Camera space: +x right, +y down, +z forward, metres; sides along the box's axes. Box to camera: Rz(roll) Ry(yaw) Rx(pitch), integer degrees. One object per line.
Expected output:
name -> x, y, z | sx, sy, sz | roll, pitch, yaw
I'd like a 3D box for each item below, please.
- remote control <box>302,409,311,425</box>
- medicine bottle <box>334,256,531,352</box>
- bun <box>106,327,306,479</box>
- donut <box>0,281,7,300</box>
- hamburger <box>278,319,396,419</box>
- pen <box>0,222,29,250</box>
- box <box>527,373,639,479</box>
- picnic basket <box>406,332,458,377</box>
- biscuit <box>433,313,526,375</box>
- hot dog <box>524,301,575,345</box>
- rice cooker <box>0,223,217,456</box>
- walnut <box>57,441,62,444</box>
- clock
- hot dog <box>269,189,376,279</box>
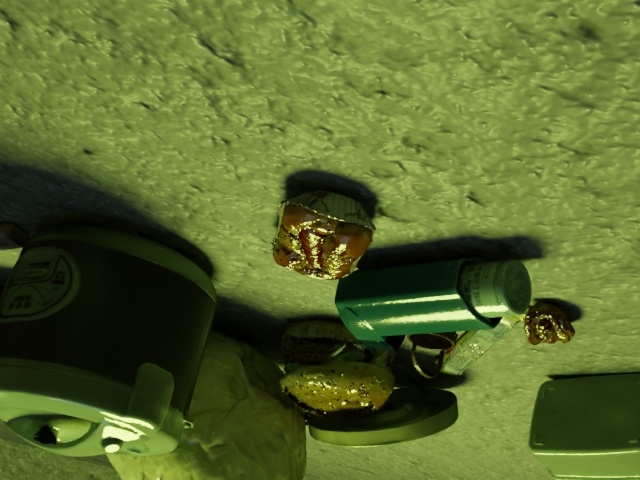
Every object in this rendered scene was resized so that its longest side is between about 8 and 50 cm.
remote control -> 0.010, 0.332, 1.967 | 0.059, 0.028, 0.212 | 30, 152, -34
medicine bottle -> 0.127, 0.071, 1.218 | 0.258, 0.079, 0.124 | -10, 144, 42
bun -> -0.149, 0.285, 1.572 | 0.227, 0.352, 0.349 | -39, 120, 23
donut -> -0.435, 0.137, 1.667 | 0.235, 0.089, 0.235 | 10, 158, 4
hamburger -> 0.022, 0.190, 1.515 | 0.177, 0.113, 0.185 | 14, 158, 0
pen -> -0.487, -0.002, 1.442 | 0.197, 0.032, 0.053 | -4, 153, 31
box -> 0.404, 0.269, 1.458 | 0.210, 0.148, 0.129 | -12, 139, 41
picnic basket -> 0.143, 0.135, 1.356 | 0.072, 0.083, 0.072 | 12, 157, 5
biscuit -> 0.207, 0.138, 1.404 | 0.048, 0.026, 0.292 | 18, 157, -3
hot dog -> 0.278, 0.105, 1.272 | 0.058, 0.035, 0.083 | -10, 150, 18
rice cooker -> -0.292, 0.142, 1.358 | 0.288, 0.277, 0.288 | 13, 158, 5
walnut -> -0.417, 0.282, 1.883 | 0.203, 0.203, 0.298 | 26, 153, -29
clock -> 0.096, 0.268, 1.612 | 0.235, 0.029, 0.235 | -8, -174, 1
hot dog -> 0.000, 0.000, 1.153 | 0.108, 0.059, 0.191 | 18, 159, -1
